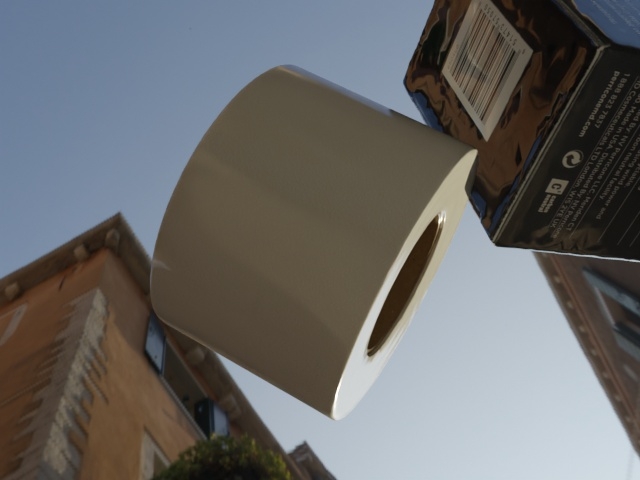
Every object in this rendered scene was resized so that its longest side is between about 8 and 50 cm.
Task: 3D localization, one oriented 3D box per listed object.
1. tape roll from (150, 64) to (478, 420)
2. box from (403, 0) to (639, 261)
[{"bbox_3d":[0.000,0.000,0.668,0.169,0.246,0.246,27,-80,14],"label":"tape roll"},{"bbox_3d":[0.332,-0.145,0.841,0.396,0.293,0.212,6,-52,-20],"label":"box"}]
